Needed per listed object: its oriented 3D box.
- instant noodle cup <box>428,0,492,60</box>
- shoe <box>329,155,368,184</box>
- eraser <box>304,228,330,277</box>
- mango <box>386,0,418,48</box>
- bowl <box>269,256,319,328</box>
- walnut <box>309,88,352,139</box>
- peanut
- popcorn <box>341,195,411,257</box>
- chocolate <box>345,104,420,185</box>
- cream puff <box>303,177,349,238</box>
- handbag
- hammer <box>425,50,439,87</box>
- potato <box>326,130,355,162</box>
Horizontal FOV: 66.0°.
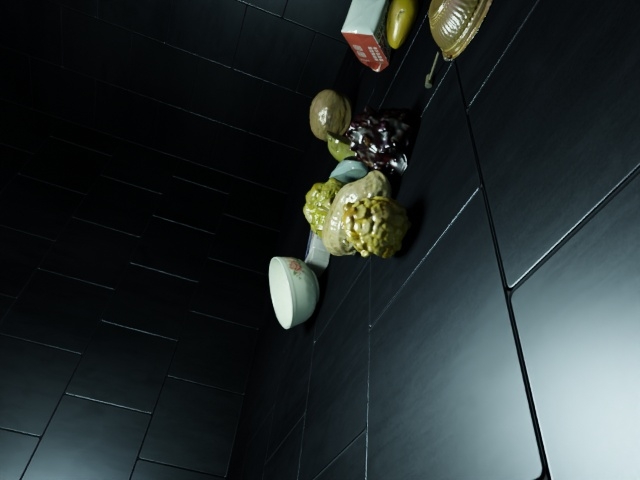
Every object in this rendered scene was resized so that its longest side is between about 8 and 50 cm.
[{"bbox_3d":[0.334,-0.588,1.211,0.274,0.091,0.274,-162,90,-79],"label":"instant noodle cup"},{"bbox_3d":[0.111,-0.270,1.830,0.251,0.103,0.100,166,121,-72],"label":"shoe"},{"bbox_3d":[0.000,0.000,2.002,0.124,0.081,0.278,120,164,-51],"label":"eraser"},{"bbox_3d":[0.290,-0.797,1.784,0.137,0.098,0.195,-121,44,-71],"label":"mango"},{"bbox_3d":[-0.092,0.187,1.880,0.277,0.145,0.277,169,90,-70],"label":"bowl"},{"bbox_3d":[0.048,-0.622,2.458,0.225,0.225,0.260,-94,11,-64],"label":"walnut"},{"bbox_3d":[0.103,-0.074,1.442,0.325,0.140,0.153,-55,47,44],"label":"peanut"},{"bbox_3d":[0.127,-0.034,1.179,0.170,0.180,0.180,-37,17,7],"label":"popcorn"},{"bbox_3d":[0.156,-0.292,1.415,0.206,0.177,0.224,177,112,-79],"label":"chocolate"},{"bbox_3d":[0.037,-0.110,1.761,0.194,0.195,0.220,-104,29,-71],"label":"cream puff"},{"bbox_3d":[0.218,-0.806,1.936,0.298,0.151,0.171,24,-96,-62],"label":"handbag"},{"bbox_3d":[0.297,-0.455,1.302,0.110,0.019,0.035,92,-171,-62],"label":"hammer"},{"bbox_3d":[0.077,-0.369,2.044,0.081,0.149,0.120,-78,8,-58],"label":"potato"}]
